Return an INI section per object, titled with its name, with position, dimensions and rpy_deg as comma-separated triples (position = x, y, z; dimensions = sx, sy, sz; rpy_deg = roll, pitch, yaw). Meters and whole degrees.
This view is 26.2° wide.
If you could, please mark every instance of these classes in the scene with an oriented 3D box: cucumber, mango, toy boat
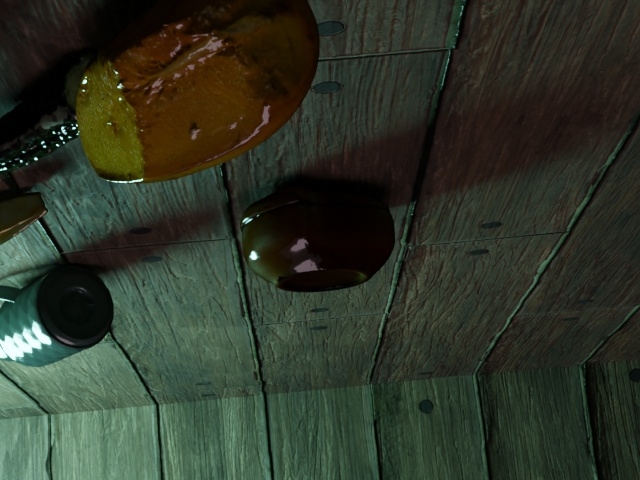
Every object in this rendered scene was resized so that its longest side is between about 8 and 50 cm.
[cucumber]
position = -0.320, -0.138, 1.584
dimensions = 0.077, 0.077, 0.265
rpy_deg = 8, 161, -39
[mango]
position = -0.136, -0.147, 1.379
dimensions = 0.199, 0.201, 0.350
rpy_deg = 13, 156, -29
[toy boat]
position = -0.455, -0.026, 1.938
dimensions = 0.172, 0.065, 0.066
rpy_deg = -22, 180, 35

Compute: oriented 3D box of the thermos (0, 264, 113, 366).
[thermos]
position = -0.493, 0.136, 2.363
dimensions = 0.182, 0.145, 0.286
rpy_deg = 40, 144, -22

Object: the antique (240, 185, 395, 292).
[antique]
position = 0.000, 0.000, 2.063
dimensions = 0.223, 0.129, 0.278
rpy_deg = -14, 164, 20
